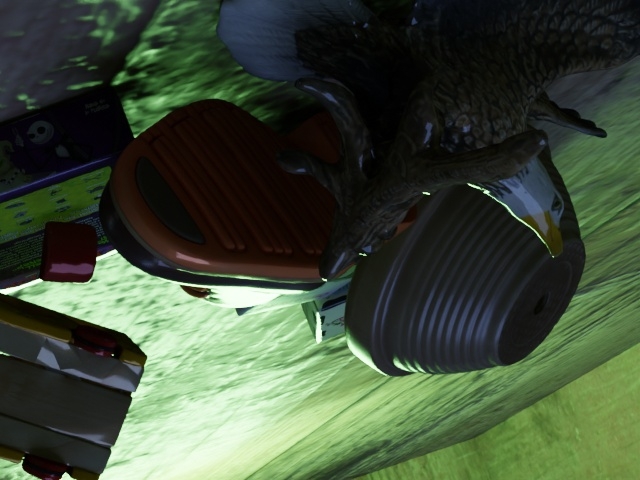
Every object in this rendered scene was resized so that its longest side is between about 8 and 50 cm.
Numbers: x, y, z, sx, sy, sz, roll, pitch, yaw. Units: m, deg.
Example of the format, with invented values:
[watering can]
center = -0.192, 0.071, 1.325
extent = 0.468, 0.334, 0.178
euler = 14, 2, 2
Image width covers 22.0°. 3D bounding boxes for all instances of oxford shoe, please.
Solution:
[oxford shoe]
center = -0.051, -0.001, 1.039
extent = 0.132, 0.130, 0.363
euler = -38, 168, 19

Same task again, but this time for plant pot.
[plant pot]
center = 0.135, 0.024, 1.322
extent = 0.237, 0.109, 0.237
euler = -38, 148, -30

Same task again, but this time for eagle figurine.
[eagle figurine]
center = 0.099, -0.096, 0.976
extent = 0.226, 0.225, 0.298
euler = 15, -137, 28

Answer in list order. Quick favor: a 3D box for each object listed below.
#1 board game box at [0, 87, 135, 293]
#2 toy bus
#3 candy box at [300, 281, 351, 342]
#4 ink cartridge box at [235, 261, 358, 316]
[board game box]
center = -0.274, 0.013, 1.025
extent = 0.347, 0.056, 0.208
euler = -20, 162, -7
[toy bus]
center = -0.215, 0.078, 1.036
extent = 0.191, 0.202, 0.104
euler = -25, -162, -14
[candy box]
center = 0.091, 0.011, 1.526
extent = 0.233, 0.071, 0.159
euler = -21, 167, -6
[ink cartridge box]
center = 0.000, 0.000, 1.355
extent = 0.109, 0.063, 0.150
euler = -10, 161, -44
